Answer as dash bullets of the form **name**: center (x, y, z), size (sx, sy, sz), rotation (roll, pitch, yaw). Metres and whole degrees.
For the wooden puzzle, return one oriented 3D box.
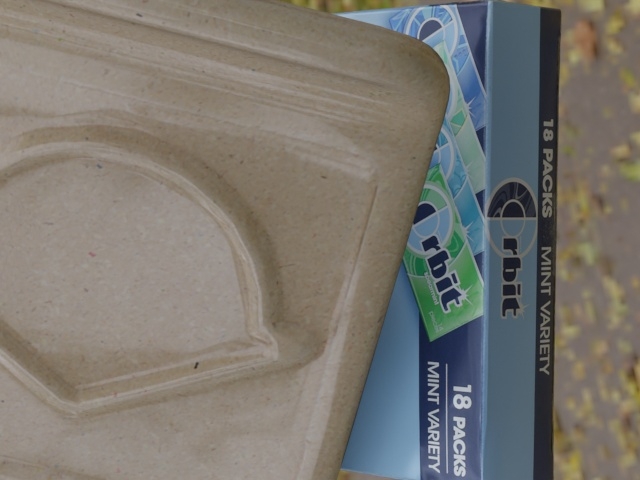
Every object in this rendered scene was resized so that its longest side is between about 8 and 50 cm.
- **wooden puzzle**: center (-0.151, 0.037, 0.604), size (0.080, 0.322, 0.348), rotation (-79, 4, -58)

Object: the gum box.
- **gum box**: center (0.000, 0.000, 0.641), size (0.184, 0.041, 0.157), rotation (2, 92, 44)
